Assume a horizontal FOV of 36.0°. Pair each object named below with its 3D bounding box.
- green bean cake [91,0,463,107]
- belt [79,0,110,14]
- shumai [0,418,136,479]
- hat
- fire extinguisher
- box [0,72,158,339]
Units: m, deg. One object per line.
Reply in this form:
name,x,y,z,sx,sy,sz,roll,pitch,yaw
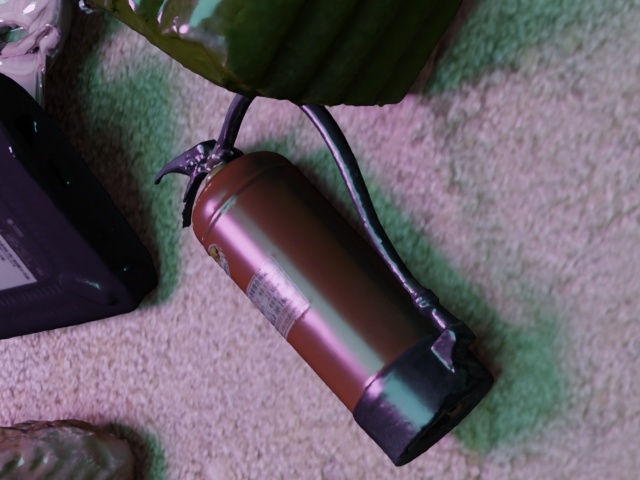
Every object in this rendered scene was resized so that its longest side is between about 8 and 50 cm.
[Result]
green bean cake,-0.063,-0.266,0.770,0.335,0.319,0.218,39,110,19
belt,-0.254,-0.332,1.015,0.100,0.065,0.179,-42,86,24
shumai,-0.354,0.299,1.110,0.314,0.267,0.262,-49,34,-3
hat,-0.346,-0.212,1.097,0.219,0.164,0.226,19,144,16
fire extinguisher,0.004,0.001,0.870,0.376,0.113,0.200,45,109,21
box,-0.349,-0.021,1.034,0.288,0.073,0.290,-12,124,31
